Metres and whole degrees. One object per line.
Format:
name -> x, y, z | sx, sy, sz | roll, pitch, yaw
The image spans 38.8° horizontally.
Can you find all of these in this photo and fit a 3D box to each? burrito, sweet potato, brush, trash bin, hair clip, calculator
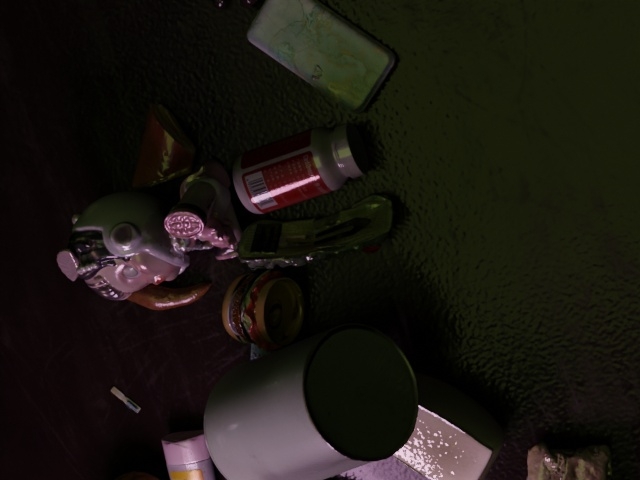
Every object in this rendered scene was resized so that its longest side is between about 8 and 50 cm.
burrito -> 0.474, 0.554, 1.775 | 0.175, 0.107, 0.348 | 11, 102, 29
sweet potato -> -0.365, 0.111, 1.984 | 0.255, 0.058, 0.078 | 8, 82, 12
brush -> -0.447, 0.365, 2.082 | 0.083, 0.013, 0.016 | 38, 111, 10
trash bin -> -0.034, 0.330, 1.735 | 0.280, 0.280, 0.432 | 57, 143, 1
hair clip -> 0.000, 0.001, 1.818 | 0.321, 0.138, 0.091 | -10, 135, 19
calculator -> -0.128, 0.302, 1.964 | 0.057, 0.018, 0.172 | 8, 104, 18

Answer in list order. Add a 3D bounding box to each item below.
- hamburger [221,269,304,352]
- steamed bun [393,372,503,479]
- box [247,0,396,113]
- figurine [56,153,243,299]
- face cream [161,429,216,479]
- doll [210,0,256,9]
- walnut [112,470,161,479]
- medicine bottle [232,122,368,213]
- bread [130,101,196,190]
hamburger -> -0.127, 0.140, 1.860 | 0.137, 0.175, 0.175 | 3, 101, 31
steamed bun -> 0.232, 0.369, 1.781 | 0.242, 0.164, 0.146 | 29, 109, 9
box -> 0.000, -0.379, 1.780 | 0.285, 0.044, 0.142 | 36, 105, 8
figurine -> -0.339, -0.011, 1.875 | 0.361, 0.253, 0.211 | -22, 53, 15
face cream -> -0.280, 0.559, 2.033 | 0.107, 0.073, 0.269 | -9, 96, 11
doll -> -0.160, -0.518, 1.794 | 0.139, 0.057, 0.165 | 45, 121, 13
walnut -> -0.413, 0.625, 2.027 | 0.195, 0.195, 0.221 | 1, 90, 18
medicine bottle -> -0.040, -0.143, 1.790 | 0.250, 0.131, 0.131 | -17, 95, 19
bread -> -0.326, -0.183, 1.907 | 0.119, 0.067, 0.192 | 17, 105, 14
